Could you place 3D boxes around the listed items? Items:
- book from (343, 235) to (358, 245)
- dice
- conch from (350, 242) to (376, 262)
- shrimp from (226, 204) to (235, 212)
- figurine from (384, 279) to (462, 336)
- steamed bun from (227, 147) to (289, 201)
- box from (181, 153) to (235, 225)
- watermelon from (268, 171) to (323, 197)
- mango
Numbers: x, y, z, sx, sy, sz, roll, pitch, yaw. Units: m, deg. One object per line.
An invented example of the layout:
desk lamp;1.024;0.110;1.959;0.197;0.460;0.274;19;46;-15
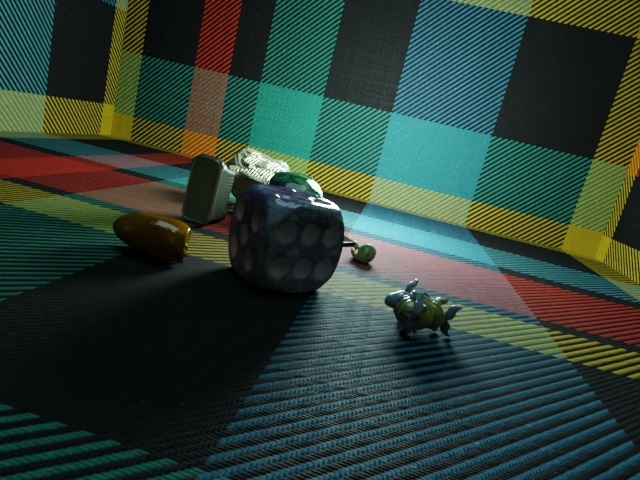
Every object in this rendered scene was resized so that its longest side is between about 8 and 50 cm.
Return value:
book;0.036;-0.011;2.150;0.228;0.024;0.160;1;19;-44
dice;-0.106;-0.010;1.457;0.270;0.270;0.271;5;16;-32
conch;0.164;0.046;1.952;0.106;0.079;0.170;19;-3;-3
shrimp;-0.368;-0.134;2.243;0.184;0.043;0.091;10;19;15
figurine;0.274;0.192;1.322;0.209;0.128;0.184;18;15;2
steamed bun;-0.321;-0.270;2.420;0.347;0.237;0.394;-8;42;-28
box;-0.444;-0.202;1.954;0.138;0.274;0.178;18;7;12
watermelon;-0.090;-0.190;2.169;0.222;0.292;0.319;-5;-8;17
mango;-0.496;-0.018;1.426;0.252;0.126;0.154;16;2;13
